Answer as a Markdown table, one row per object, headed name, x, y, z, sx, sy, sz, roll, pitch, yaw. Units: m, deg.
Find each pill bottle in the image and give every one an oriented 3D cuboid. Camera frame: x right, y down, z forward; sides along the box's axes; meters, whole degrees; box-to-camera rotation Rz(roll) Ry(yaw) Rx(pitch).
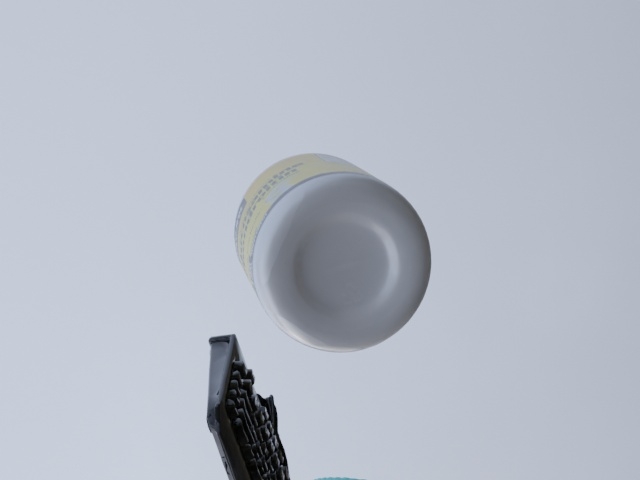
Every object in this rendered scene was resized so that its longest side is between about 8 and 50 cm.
| name | x | y | z | sx | sy | sz | roll | pitch | yaw |
| --- | --- | --- | --- | --- | --- | --- | --- | --- | --- |
| pill bottle | 0.000 | 0.000 | 0.774 | 0.184 | 0.103 | 0.103 | -135 | 46 | -77 |

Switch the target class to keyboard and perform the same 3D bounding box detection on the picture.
| name | x | y | z | sx | sy | sz | roll | pitch | yaw |
| --- | --- | --- | --- | --- | --- | --- | --- | --- | --- |
| keyboard | -0.025 | 0.214 | 0.955 | 0.201 | 0.033 | 0.317 | -100 | -6 | -67 |

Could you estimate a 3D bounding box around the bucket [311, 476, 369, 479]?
| name | x | y | z | sx | sy | sz | roll | pitch | yaw |
| --- | --- | --- | --- | --- | --- | --- | --- | --- | --- |
| bucket | 0.082 | 0.382 | 1.382 | 0.281 | 0.281 | 0.183 | 48 | -130 | -56 |
